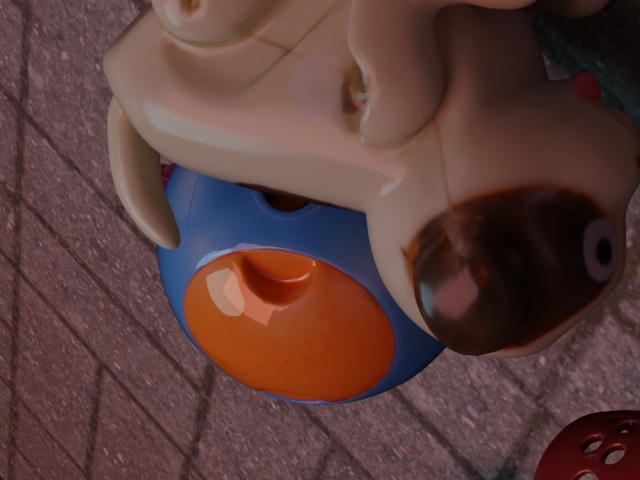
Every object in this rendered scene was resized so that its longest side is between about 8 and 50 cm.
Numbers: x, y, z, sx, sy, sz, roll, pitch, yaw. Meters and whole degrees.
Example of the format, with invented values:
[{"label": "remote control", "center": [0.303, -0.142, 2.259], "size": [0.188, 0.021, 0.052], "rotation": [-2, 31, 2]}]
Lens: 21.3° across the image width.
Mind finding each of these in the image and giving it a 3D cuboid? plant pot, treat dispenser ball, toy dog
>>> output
[{"label": "plant pot", "center": [0.294, 0.231, 1.403], "size": [0.174, 0.191, 0.191], "rotation": [-14, 109, 54]}, {"label": "treat dispenser ball", "center": [0.000, 0.000, 1.495], "size": [0.288, 0.288, 0.288], "rotation": [38, 148, 29]}, {"label": "toy dog", "center": [0.047, -0.090, 1.225], "size": [0.408, 0.395, 0.284], "rotation": [41, -171, 16]}]

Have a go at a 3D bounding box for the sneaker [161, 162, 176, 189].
[{"label": "sneaker", "center": [-0.120, 0.025, 1.903], "size": [0.252, 0.103, 0.111], "rotation": [49, 150, 12]}]
